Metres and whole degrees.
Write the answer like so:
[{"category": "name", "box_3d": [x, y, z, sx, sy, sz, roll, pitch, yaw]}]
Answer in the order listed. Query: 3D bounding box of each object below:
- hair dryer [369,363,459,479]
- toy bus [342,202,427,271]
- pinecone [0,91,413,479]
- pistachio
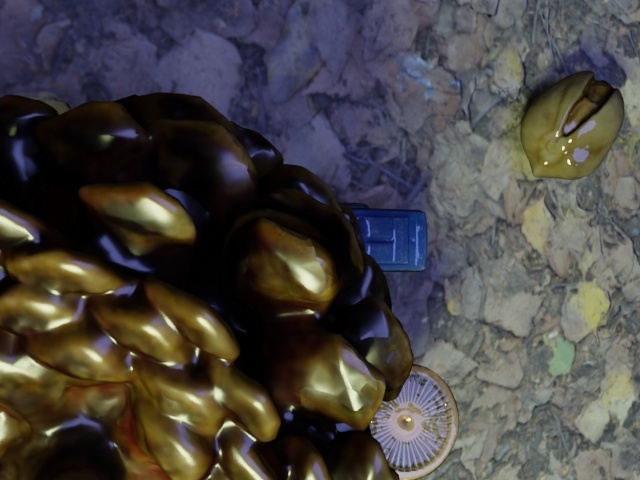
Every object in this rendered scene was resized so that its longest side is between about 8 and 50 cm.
[{"category": "hair dryer", "box_3d": [-0.050, 0.107, 0.833, 0.352, 0.189, 0.107, 34, 74, -7]}, {"category": "toy bus", "box_3d": [0.001, 0.003, 0.852, 0.236, 0.094, 0.079, 0, 96, -31]}, {"category": "pinecone", "box_3d": [-0.137, 0.079, 0.589, 0.398, 0.398, 0.398, -5, 99, -30]}, {"category": "pistachio", "box_3d": [0.299, -0.135, 1.010, 0.149, 0.113, 0.113, -41, 115, -28]}]
